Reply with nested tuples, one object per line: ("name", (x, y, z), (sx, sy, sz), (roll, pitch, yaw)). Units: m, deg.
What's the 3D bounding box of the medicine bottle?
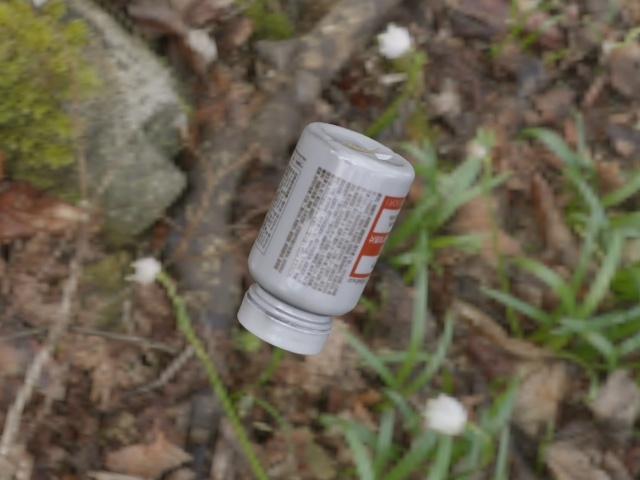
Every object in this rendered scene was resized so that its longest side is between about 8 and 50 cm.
("medicine bottle", (0.000, 0.000, 1.161), (0.079, 0.079, 0.140), (15, 106, -35))
